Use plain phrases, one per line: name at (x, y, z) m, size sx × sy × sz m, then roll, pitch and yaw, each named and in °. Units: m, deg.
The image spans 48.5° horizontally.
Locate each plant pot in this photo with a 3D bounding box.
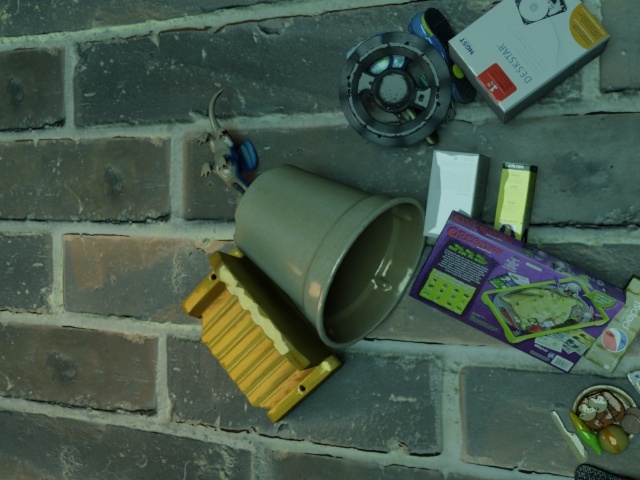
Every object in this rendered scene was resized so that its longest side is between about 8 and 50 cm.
plant pot at (0.000, 0.000, 1.463) m, size 0.305 × 0.334 × 0.334 m, roll 32°, pitch 105°, yaw 30°

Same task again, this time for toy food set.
toy food set at (0.553, 0.345, 1.372) m, size 0.192 × 0.038 × 0.132 m, roll -36°, pitch 79°, yaw 21°

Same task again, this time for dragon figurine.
dragon figurine at (-0.206, -0.194, 1.638) m, size 0.085 × 0.144 × 0.289 m, roll -23°, pitch 65°, yaw 24°

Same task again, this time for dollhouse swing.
dollhouse swing at (-0.167, 0.218, 1.530) m, size 0.315 × 0.305 × 0.347 m, roll -45°, pitch 77°, yaw 19°

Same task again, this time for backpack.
backpack at (0.122, -0.379, 1.489) m, size 0.114 × 0.084 × 0.105 m, roll -29°, pitch 85°, yaw 18°

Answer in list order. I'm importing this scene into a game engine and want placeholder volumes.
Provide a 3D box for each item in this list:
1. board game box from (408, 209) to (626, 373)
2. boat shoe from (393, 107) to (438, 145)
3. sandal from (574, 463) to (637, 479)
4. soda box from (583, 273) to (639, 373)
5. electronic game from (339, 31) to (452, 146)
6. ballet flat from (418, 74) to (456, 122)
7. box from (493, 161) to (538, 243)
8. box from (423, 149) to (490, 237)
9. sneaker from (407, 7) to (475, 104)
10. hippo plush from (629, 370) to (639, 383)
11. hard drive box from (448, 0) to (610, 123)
board game box at (0.364, 0.101, 1.351) m, size 0.347 × 0.056 × 0.208 m, roll 27°, pitch 133°, yaw 6°
boat shoe at (0.188, -0.255, 1.489) m, size 0.049 × 0.056 × 0.152 m, roll -42°, pitch 78°, yaw 35°
sandal at (0.585, 0.482, 1.373) m, size 0.179 × 0.040 × 0.067 m, roll 20°, pitch 95°, yaw 36°
soda box at (0.571, 0.157, 1.343) m, size 0.061 × 0.058 × 0.181 m, roll 31°, pitch 104°, yaw 18°
electronic game at (0.149, -0.303, 1.434) m, size 0.229 × 0.048 × 0.229 m, roll 4°, pitch 105°, yaw 14°
ballet flat at (0.246, -0.299, 1.470) m, size 0.041 × 0.041 × 0.114 m, roll -32°, pitch 81°, yaw 22°
box at (0.378, -0.036, 1.400) m, size 0.058 × 0.087 × 0.232 m, roll 9°, pitch 98°, yaw 24°
box at (0.273, -0.089, 1.416) m, size 0.091 × 0.130 × 0.170 m, roll 9°, pitch 96°, yaw 22°
sneaker at (0.246, -0.369, 1.456) m, size 0.082 × 0.069 × 0.209 m, roll -25°, pitch 93°, yaw 57°
hippo plush at (0.672, 0.200, 1.198) m, size 0.294 × 0.236 × 0.234 m, roll -27°, pitch 80°, yaw 19°
hard drive box at (0.390, -0.366, 1.345) m, size 0.232 × 0.089 × 0.181 m, roll -37°, pitch 79°, yaw 7°
